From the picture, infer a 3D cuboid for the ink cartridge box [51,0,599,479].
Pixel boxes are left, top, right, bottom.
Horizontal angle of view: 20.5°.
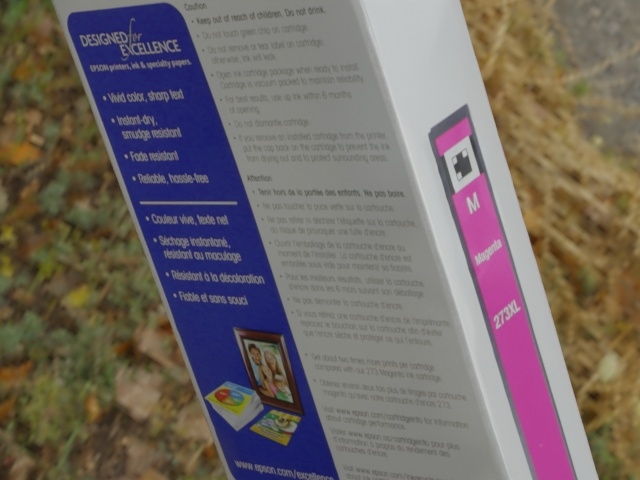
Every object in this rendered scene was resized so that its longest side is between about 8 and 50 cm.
[{"bbox_3d":[0.000,0.000,0.742,0.069,0.176,0.371,-38,117,-38],"label":"ink cartridge box"}]
